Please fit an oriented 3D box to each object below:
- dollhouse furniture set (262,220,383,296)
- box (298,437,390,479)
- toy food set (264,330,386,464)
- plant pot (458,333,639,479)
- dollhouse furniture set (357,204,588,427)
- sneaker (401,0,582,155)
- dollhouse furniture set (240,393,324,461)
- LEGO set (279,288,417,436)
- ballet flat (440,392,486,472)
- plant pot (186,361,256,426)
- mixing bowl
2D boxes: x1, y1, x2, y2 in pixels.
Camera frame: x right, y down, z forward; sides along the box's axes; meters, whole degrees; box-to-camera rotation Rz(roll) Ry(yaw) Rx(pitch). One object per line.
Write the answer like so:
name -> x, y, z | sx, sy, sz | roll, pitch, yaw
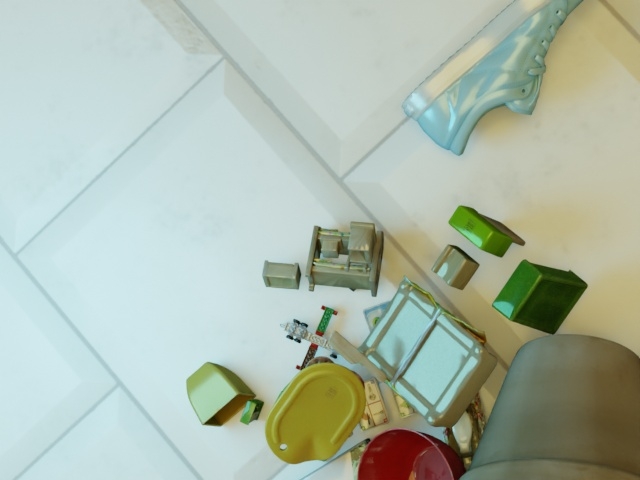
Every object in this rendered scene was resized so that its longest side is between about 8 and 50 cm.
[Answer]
dollhouse furniture set -> 0.000, 0.000, 1.867 | 0.181, 0.161, 0.101 | 5, 61, 9
box -> 0.060, 0.511, 1.901 | 0.232, 0.058, 0.322 | -33, 84, 7
toy food set -> 0.001, 0.245, 1.865 | 0.128, 0.071, 0.218 | 34, 99, -13
plant pot -> 0.362, 0.299, 1.712 | 0.323, 0.323, 0.280 | 7, 60, 10
dollhouse furniture set -> 0.228, 0.125, 1.858 | 0.197, 0.151, 0.301 | 42, 106, 34
sneaker -> 0.307, -0.276, 1.858 | 0.366, 0.135, 0.150 | -41, 90, 15
dollhouse furniture set -> -0.047, 0.296, 1.927 | 0.151, 0.058, 0.076 | 23, 93, 10
LEGO set -> 0.048, 0.184, 1.931 | 0.182, 0.060, 0.244 | -19, 86, -5
ballet flat -> 0.226, 0.338, 1.868 | 0.091, 0.077, 0.241 | -13, 86, 6
plant pot -> -0.170, 0.244, 1.943 | 0.081, 0.081, 0.083 | -42, 70, 6
mixing bowl -> 0.155, 0.367, 1.818 | 0.181, 0.098, 0.181 | 2, 94, 39
